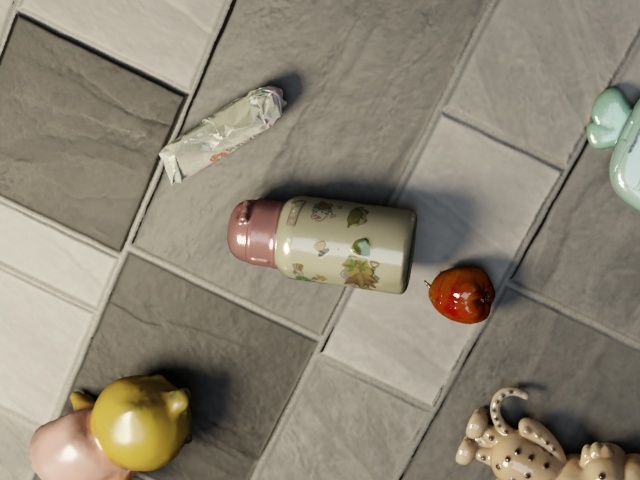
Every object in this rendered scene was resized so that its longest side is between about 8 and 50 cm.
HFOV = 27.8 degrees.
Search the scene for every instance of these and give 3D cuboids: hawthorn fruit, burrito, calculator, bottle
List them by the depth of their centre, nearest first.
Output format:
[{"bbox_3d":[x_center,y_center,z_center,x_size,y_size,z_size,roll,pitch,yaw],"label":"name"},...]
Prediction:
[{"bbox_3d":[0.478,-0.103,1.654,0.295,0.042,0.184,26,105,14],"label":"calculator"},{"bbox_3d":[0.000,0.000,1.763,0.253,0.120,0.120,8,110,8],"label":"bottle"},{"bbox_3d":[-0.132,-0.147,1.764,0.203,0.064,0.064,-30,102,20],"label":"burrito"},{"bbox_3d":[0.189,0.073,1.783,0.093,0.081,0.081,7,113,38],"label":"hawthorn fruit"}]

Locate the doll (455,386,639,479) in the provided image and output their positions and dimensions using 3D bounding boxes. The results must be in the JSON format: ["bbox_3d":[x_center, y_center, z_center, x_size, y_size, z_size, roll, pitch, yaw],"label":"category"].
[{"bbox_3d":[0.333,0.323,1.831,0.278,0.119,0.154,30,111,8],"label":"doll"}]

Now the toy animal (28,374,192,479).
[{"bbox_3d":[-0.298,0.286,1.891,0.281,0.169,0.195,-28,68,15],"label":"toy animal"}]
